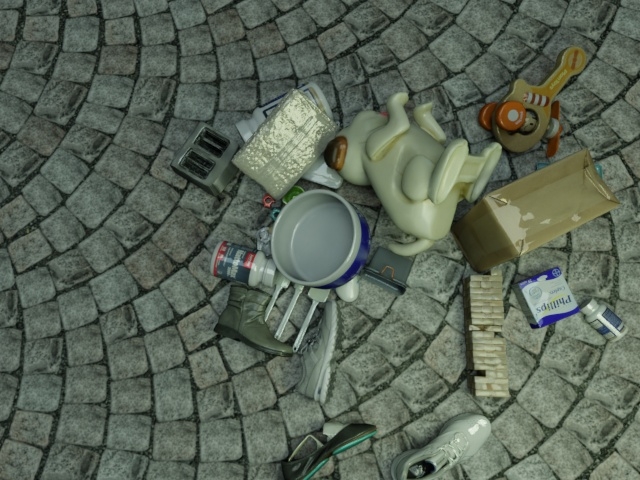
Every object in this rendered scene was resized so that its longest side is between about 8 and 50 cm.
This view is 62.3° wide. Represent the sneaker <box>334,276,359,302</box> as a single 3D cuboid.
[{"bbox_3d":[0.069,0.058,1.508,0.085,0.086,0.237,-4,79,-1],"label":"sneaker"}]

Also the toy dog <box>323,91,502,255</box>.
[{"bbox_3d":[0.213,-0.201,1.435,0.285,0.395,0.408,-17,43,-43],"label":"toy dog"}]

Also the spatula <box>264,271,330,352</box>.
[{"bbox_3d":[-0.079,0.185,1.509,0.168,0.019,0.241,21,80,14],"label":"spatula"}]

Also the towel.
[{"bbox_3d":[-0.096,-0.270,1.487,0.187,0.049,0.282,40,97,-27],"label":"towel"}]

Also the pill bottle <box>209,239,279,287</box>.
[{"bbox_3d":[-0.211,0.071,1.502,0.180,0.108,0.107,14,79,5],"label":"pill bottle"}]

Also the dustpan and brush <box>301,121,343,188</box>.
[{"bbox_3d":[0.020,-0.268,1.599,0.147,0.060,0.211,18,86,4],"label":"dustpan and brush"}]

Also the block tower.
[{"bbox_3d":[0.449,0.252,1.453,0.097,0.091,0.335,2,78,1],"label":"block tower"}]

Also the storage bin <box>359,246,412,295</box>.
[{"bbox_3d":[0.193,0.080,1.501,0.135,0.098,0.091,24,70,6],"label":"storage bin"}]

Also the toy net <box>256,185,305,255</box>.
[{"bbox_3d":[-0.138,-0.066,1.560,0.122,0.045,0.232,27,80,7],"label":"toy net"}]

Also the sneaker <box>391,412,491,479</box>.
[{"bbox_3d":[0.324,0.555,1.374,0.297,0.129,0.111,-33,77,-6],"label":"sneaker"}]

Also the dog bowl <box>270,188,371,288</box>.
[{"bbox_3d":[0.000,0.000,1.452,0.265,0.104,0.264,-8,73,27],"label":"dog bowl"}]

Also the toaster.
[{"bbox_3d":[-0.329,-0.236,1.569,0.186,0.110,0.168,31,82,7],"label":"toaster"}]

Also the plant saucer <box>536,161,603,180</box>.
[{"bbox_3d":[0.738,-0.196,1.575,0.192,0.018,0.067,2,78,3],"label":"plant saucer"}]

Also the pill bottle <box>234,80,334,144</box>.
[{"bbox_3d":[-0.107,-0.347,1.563,0.265,0.153,0.153,-27,79,-4],"label":"pill bottle"}]

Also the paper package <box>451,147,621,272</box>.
[{"bbox_3d":[0.546,-0.066,1.399,0.310,0.325,0.168,-26,80,-5],"label":"paper package"}]

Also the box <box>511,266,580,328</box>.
[{"bbox_3d":[0.626,0.160,1.476,0.126,0.072,0.137,-22,79,-2],"label":"box"}]

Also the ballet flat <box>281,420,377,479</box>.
[{"bbox_3d":[0.013,0.545,1.407,0.281,0.095,0.096,-33,67,-5],"label":"ballet flat"}]

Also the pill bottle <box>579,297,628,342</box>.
[{"bbox_3d":[0.778,0.217,1.462,0.067,0.067,0.120,-44,81,-7],"label":"pill bottle"}]

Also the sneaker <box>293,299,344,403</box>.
[{"bbox_3d":[-0.008,0.295,1.452,0.115,0.105,0.281,7,72,17],"label":"sneaker"}]

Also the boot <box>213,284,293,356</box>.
[{"bbox_3d":[-0.169,0.219,1.474,0.247,0.083,0.161,19,78,14],"label":"boot"}]

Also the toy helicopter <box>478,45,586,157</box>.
[{"bbox_3d":[0.660,-0.408,1.556,0.235,0.140,0.355,39,93,-14],"label":"toy helicopter"}]
